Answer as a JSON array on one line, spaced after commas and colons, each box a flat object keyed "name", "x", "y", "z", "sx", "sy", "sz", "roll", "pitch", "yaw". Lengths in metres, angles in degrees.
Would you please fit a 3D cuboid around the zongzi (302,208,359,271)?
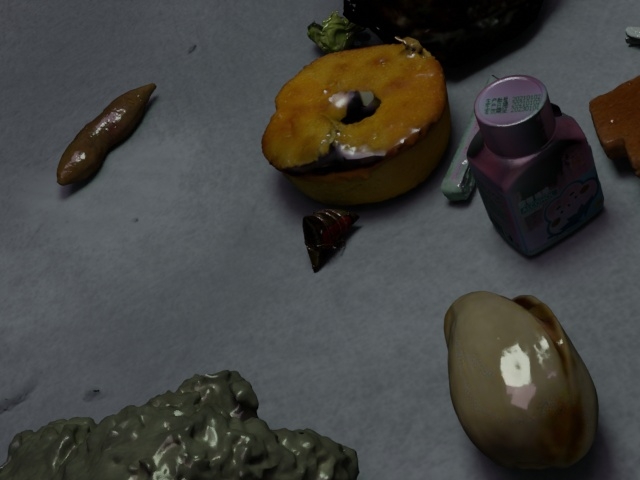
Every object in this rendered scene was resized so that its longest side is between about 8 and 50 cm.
[{"name": "zongzi", "x": 0.000, "y": 0.000, "z": 1.441, "sx": 0.067, "sy": 0.073, "sz": 0.083, "roll": 7, "pitch": 14, "yaw": 31}]

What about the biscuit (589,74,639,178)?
[{"name": "biscuit", "x": 0.424, "y": -0.148, "z": 1.318, "sx": 0.284, "sy": 0.043, "sz": 0.306, "roll": -46, "pitch": 26, "yaw": -22}]

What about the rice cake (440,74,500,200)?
[{"name": "rice cake", "x": 0.197, "y": -0.130, "z": 1.470, "sx": 0.033, "sy": 0.033, "sz": 0.208, "roll": -3, "pitch": 47, "yaw": 37}]

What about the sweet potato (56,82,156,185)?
[{"name": "sweet potato", "x": -0.318, "y": -0.159, "z": 1.738, "sx": 0.065, "sy": 0.051, "sz": 0.218, "roll": 14, "pitch": 56, "yaw": 39}]

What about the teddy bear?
[{"name": "teddy bear", "x": -0.194, "y": 0.279, "z": 1.198, "sx": 0.367, "sy": 0.224, "sz": 0.357, "roll": 6, "pitch": 53, "yaw": 49}]

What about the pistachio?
[{"name": "pistachio", "x": 0.193, "y": 0.134, "z": 1.153, "sx": 0.144, "sy": 0.144, "sz": 0.215, "roll": -25, "pitch": 46, "yaw": 4}]

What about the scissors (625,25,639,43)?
[{"name": "scissors", "x": 0.474, "y": -0.248, "z": 1.447, "sx": 0.204, "sy": 0.027, "sz": 0.101, "roll": 11, "pitch": 55, "yaw": 31}]

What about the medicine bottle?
[{"name": "medicine bottle", "x": 0.231, "y": -0.088, "z": 1.301, "sx": 0.119, "sy": 0.188, "sz": 0.094, "roll": -33, "pitch": 44, "yaw": -5}]

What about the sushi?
[{"name": "sushi", "x": 0.142, "y": -0.426, "z": 1.580, "sx": 0.281, "sy": 0.294, "sz": 0.299, "roll": -41, "pitch": 44, "yaw": -22}]

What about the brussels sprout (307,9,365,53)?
[{"name": "brussels sprout", "x": 0.025, "y": -0.296, "z": 1.695, "sx": 0.085, "sy": 0.058, "sz": 0.085, "roll": -27, "pitch": 3, "yaw": 2}]

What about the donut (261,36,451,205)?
[{"name": "donut", "x": 0.048, "y": -0.151, "z": 1.504, "sx": 0.253, "sy": 0.118, "sz": 0.253, "roll": -12, "pitch": 47, "yaw": 13}]
